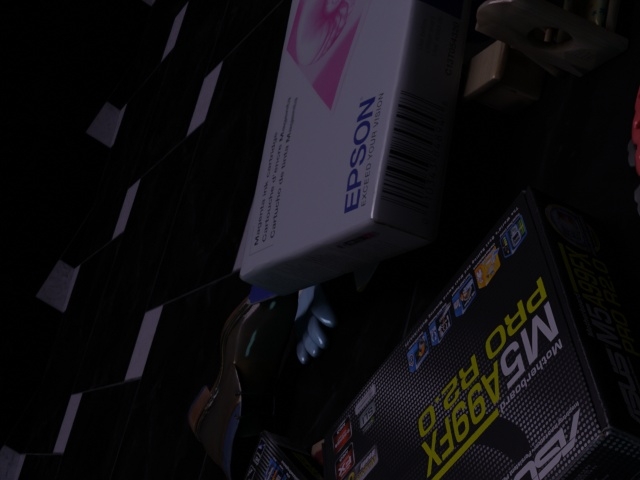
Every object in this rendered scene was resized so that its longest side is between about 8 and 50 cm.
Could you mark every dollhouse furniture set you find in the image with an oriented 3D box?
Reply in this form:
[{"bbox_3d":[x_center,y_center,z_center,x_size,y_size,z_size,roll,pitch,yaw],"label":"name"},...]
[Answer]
[{"bbox_3d":[0.156,-0.213,0.908,0.161,0.101,0.181,-30,43,64],"label":"dollhouse furniture set"}]

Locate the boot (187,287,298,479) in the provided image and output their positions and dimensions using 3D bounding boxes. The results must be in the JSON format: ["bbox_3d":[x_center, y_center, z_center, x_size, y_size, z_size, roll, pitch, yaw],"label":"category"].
[{"bbox_3d":[-0.059,0.147,1.214,0.106,0.082,0.219,56,131,45],"label":"boot"}]

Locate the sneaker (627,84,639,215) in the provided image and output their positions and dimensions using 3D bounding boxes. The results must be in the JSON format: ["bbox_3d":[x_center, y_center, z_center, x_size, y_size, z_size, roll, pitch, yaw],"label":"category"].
[{"bbox_3d":[0.224,-0.098,0.587,0.135,0.098,0.276,136,151,-58],"label":"sneaker"}]

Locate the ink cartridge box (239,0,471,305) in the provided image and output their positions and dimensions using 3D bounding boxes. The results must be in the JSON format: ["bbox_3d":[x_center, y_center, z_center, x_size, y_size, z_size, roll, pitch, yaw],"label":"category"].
[{"bbox_3d":[0.011,-0.123,1.078,0.330,0.071,0.324,-22,54,57],"label":"ink cartridge box"}]

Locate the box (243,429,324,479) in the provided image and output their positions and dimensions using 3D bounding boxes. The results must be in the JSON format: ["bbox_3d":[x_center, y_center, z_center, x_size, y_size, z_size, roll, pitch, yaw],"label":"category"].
[{"bbox_3d":[-0.044,0.275,1.025,0.184,0.045,0.191,-67,17,0],"label":"box"}]

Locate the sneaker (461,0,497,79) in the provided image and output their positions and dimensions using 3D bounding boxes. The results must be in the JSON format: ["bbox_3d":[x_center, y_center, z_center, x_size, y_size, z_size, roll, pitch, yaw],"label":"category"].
[{"bbox_3d":[0.123,-0.184,1.070,0.071,0.068,0.170,-53,27,1],"label":"sneaker"}]

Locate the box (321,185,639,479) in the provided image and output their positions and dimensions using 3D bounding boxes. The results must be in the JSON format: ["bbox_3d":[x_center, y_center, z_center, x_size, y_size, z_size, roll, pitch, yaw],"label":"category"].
[{"bbox_3d":[0.095,0.131,0.757,0.270,0.060,0.216,-55,23,31],"label":"box"}]

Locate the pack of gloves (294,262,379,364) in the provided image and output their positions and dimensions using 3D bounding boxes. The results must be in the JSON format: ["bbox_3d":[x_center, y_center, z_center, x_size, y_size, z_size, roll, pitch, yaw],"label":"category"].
[{"bbox_3d":[0.000,0.000,1.230,0.195,0.046,0.232,-61,20,23],"label":"pack of gloves"}]

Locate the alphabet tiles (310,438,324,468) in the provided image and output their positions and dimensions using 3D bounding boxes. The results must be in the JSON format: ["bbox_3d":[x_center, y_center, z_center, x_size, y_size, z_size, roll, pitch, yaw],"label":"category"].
[{"bbox_3d":[0.020,0.267,0.933,0.342,0.011,0.285,-42,33,56],"label":"alphabet tiles"}]
